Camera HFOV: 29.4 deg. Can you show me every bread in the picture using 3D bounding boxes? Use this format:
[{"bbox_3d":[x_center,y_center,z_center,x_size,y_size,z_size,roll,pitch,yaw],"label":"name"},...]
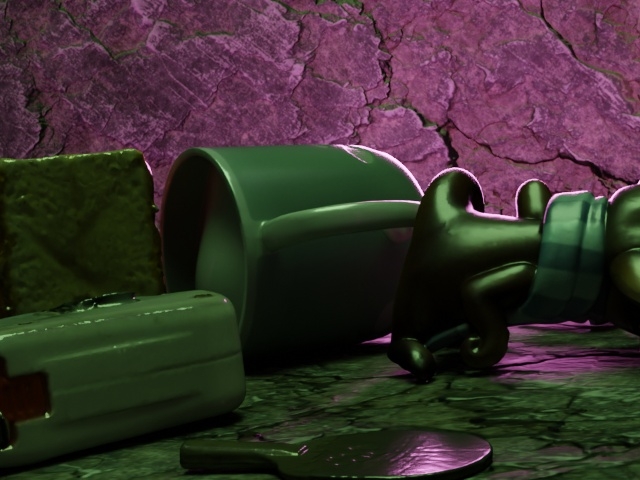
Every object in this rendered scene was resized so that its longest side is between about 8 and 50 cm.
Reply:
[{"bbox_3d":[-0.314,0.030,1.527,0.207,0.279,0.279,-6,0,-21],"label":"bread"}]

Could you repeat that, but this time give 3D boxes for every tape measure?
[{"bbox_3d":[-0.217,0.115,1.114,0.258,0.130,0.265,-11,4,-32],"label":"tape measure"}]

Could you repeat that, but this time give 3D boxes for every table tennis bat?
[{"bbox_3d":[0.008,0.156,0.878,0.234,0.022,0.131,-3,5,22],"label":"table tennis bat"}]

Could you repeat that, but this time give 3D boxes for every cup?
[{"bbox_3d":[0.000,0.000,1.445,0.274,0.259,0.357,-6,-7,-30],"label":"cup"}]

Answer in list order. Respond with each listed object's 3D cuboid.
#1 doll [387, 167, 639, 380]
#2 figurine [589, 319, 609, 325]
[{"bbox_3d":[0.247,0.038,1.266,0.340,0.209,0.318,-7,34,24],"label":"doll"},{"bbox_3d":[0.296,0.046,1.482,0.208,0.128,0.184,-14,4,8],"label":"figurine"}]
